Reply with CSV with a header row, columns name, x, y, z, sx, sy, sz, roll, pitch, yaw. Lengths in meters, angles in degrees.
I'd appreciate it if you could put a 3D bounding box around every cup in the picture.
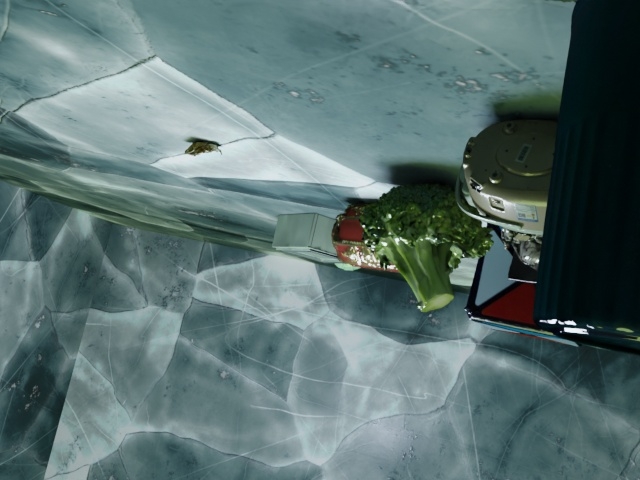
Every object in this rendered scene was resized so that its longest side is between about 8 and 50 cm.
name,x,y,z,sx,sy,sz,roll,pitch,yaw
cup,0.295,-0.047,0.507,0.242,0.292,0.308,16,170,-28

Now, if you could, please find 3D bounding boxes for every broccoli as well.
name,x,y,z,sx,sy,sz,roll,pitch,yaw
broccoli,0.213,-0.009,1.204,0.288,0.235,0.260,10,-153,-40

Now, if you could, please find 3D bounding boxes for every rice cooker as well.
name,x,y,z,sx,sy,sz,roll,pitch,yaw
rice cooker,0.283,-0.087,0.796,0.206,0.145,0.127,12,161,28

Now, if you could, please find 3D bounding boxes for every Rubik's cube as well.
name,x,y,z,sx,sy,sz,roll,pitch,yaw
Rubik's cube,0.508,0.102,1.402,0.250,0.248,0.246,10,171,29

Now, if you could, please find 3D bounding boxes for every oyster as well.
name,x,y,z,sx,sy,sz,roll,pitch,yaw
oyster,-0.255,-0.196,1.270,0.093,0.034,0.051,-1,-174,12

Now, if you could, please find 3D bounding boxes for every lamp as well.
name,x,y,z,sx,sy,sz,roll,pitch,yaw
lamp,0.160,-0.005,1.478,0.274,0.177,0.177,6,170,36

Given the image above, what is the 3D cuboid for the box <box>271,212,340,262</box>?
name,x,y,z,sx,sy,sz,roll,pitch,yaw
box,0.000,0.000,1.941,0.225,0.117,0.225,17,171,-33

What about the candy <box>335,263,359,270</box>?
name,x,y,z,sx,sy,sz,roll,pitch,yaw
candy,0.256,0.053,2.091,0.439,0.119,0.119,2,170,12

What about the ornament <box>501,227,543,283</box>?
name,x,y,z,sx,sy,sz,roll,pitch,yaw
ornament,0.404,-0.019,1.154,0.166,0.153,0.196,3,159,45
